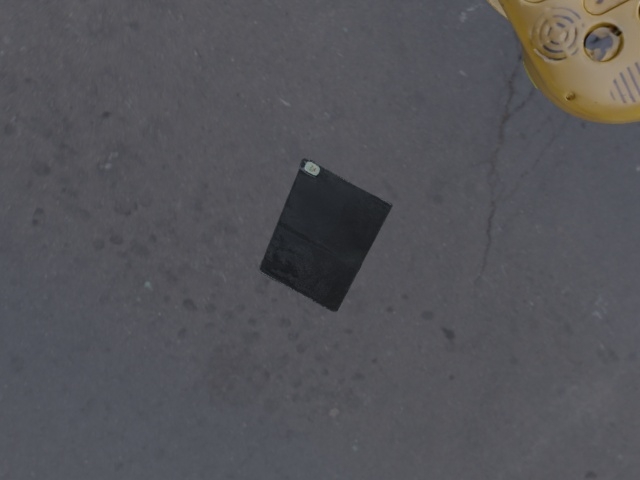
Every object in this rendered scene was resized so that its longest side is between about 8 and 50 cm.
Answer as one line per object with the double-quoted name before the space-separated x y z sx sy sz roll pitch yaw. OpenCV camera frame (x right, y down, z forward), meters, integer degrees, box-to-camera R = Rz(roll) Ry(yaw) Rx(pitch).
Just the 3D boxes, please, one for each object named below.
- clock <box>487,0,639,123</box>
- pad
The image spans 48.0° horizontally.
"clock" 0.324 -0.285 0.828 0.244 0.200 0.317 -23 98 31
"pad" 0.000 0.000 0.861 0.116 0.004 0.193 28 129 5
